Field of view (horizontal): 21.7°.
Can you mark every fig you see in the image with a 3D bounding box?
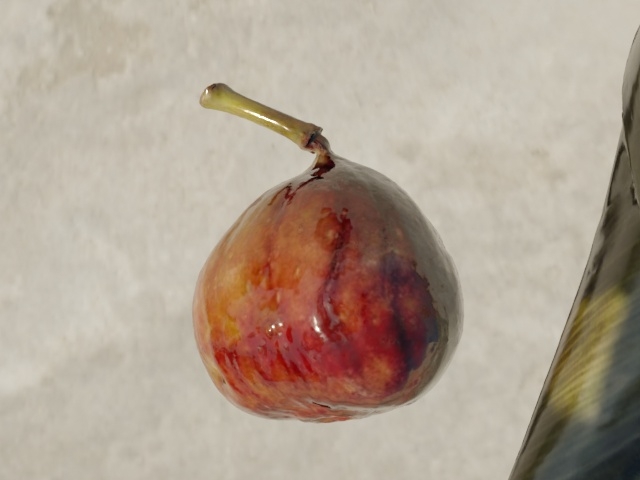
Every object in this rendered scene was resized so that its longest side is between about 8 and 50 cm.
[{"bbox_3d":[0.012,0.009,1.224,0.186,0.250,0.203,18,159,-37],"label":"fig"}]

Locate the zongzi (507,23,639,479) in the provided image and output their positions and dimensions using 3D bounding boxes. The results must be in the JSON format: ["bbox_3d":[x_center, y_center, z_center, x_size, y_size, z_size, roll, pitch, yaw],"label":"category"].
[{"bbox_3d":[0.114,-0.041,0.484,0.242,0.112,0.221,-31,121,-7],"label":"zongzi"}]
